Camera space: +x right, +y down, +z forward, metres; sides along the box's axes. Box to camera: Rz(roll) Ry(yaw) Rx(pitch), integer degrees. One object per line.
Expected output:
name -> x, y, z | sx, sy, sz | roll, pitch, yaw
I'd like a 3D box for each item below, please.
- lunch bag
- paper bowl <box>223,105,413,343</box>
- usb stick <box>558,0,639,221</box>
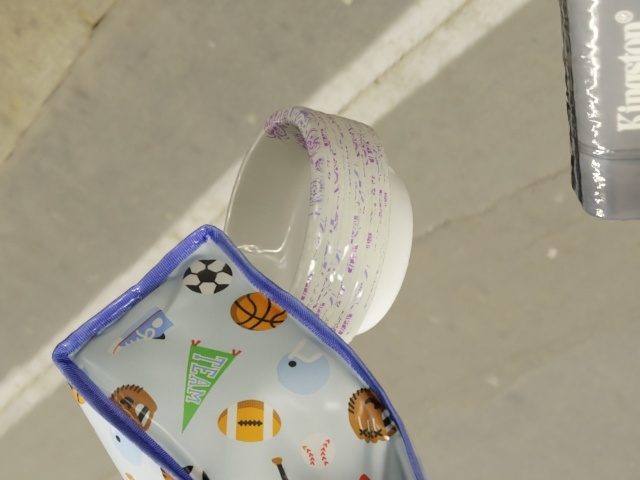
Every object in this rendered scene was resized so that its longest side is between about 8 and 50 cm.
lunch bag -> -0.028, 0.233, 1.211 | 0.385, 0.239, 0.328 | 37, 160, 30
paper bowl -> 0.000, 0.000, 1.494 | 0.148, 0.284, 0.284 | 12, 155, -24
usb stick -> 0.176, -0.101, 0.754 | 0.077, 0.045, 0.278 | 5, 147, 17
